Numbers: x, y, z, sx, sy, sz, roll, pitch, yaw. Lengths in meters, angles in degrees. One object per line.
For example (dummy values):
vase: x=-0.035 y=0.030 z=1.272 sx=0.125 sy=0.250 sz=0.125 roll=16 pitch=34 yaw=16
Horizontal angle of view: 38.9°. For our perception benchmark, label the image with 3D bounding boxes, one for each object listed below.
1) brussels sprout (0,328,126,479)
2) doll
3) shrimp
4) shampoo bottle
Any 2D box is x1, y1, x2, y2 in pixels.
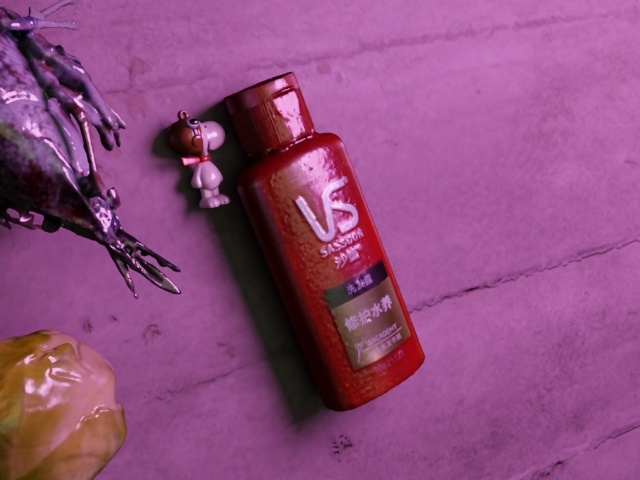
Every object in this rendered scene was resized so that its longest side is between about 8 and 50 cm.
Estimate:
brussels sprout: x=-0.234 y=0.141 z=0.699 sx=0.155 sy=0.118 sz=0.155 roll=-4 pitch=95 yaw=-51
doll: x=-0.109 y=-0.072 z=0.813 sx=0.058 sy=0.040 sz=0.085 roll=5 pitch=88 yaw=-40
shrimp: x=-0.228 y=-0.109 z=0.680 sx=0.372 sy=0.137 sz=0.172 roll=42 pitch=87 yaw=-22
shampoo bottle: x=0.000 y=0.000 z=0.852 sx=0.118 sy=0.076 sz=0.314 roll=-26 pitch=103 yaw=-24
